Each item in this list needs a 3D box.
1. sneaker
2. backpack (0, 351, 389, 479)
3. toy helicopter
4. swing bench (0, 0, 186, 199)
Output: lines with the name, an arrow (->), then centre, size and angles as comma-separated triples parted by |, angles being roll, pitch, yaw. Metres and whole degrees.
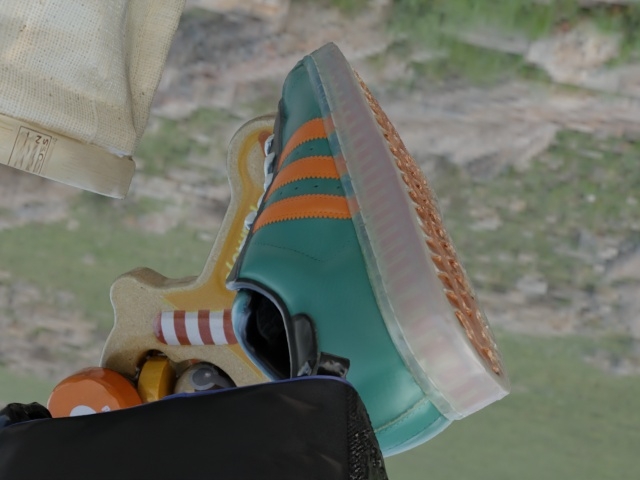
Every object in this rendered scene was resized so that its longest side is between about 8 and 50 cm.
sneaker -> 0.000, 0.000, 0.804 | 0.108, 0.121, 0.302 | 53, -168, -32
backpack -> -0.042, 0.144, 0.587 | 0.158, 0.117, 0.173 | -9, 132, 5
toy helicopter -> -0.063, 0.065, 1.265 | 0.235, 0.355, 0.140 | 27, -156, 16
swing bench -> -0.127, -0.167, 0.709 | 0.165, 0.253, 0.254 | 19, -178, -24
